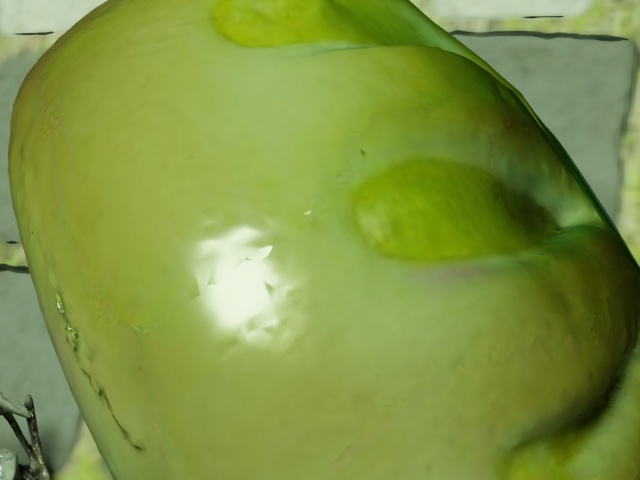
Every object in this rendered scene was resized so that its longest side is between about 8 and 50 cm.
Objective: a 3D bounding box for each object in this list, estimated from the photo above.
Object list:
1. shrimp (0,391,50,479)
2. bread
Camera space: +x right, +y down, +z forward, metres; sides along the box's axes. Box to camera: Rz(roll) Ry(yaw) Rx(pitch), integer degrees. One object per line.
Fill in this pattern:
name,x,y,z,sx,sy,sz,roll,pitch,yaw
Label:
shrimp,-0.109,0.076,0.507,0.065,0.056,0.165,-39,67,12
bread,0.002,0.005,0.452,0.158,0.156,0.260,-28,59,2
